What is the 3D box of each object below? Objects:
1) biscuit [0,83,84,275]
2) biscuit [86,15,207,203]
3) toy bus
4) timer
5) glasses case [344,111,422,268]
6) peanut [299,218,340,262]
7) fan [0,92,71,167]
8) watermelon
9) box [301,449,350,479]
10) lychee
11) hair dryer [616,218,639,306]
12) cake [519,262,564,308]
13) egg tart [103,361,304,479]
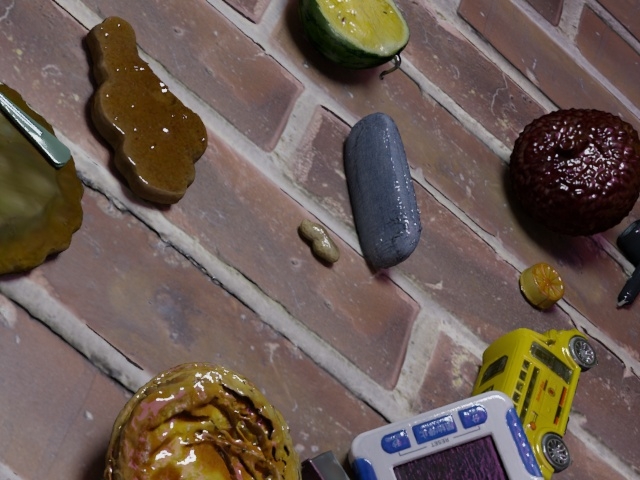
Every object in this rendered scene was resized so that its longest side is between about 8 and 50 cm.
[{"bbox_3d":[-0.455,-0.108,1.705,0.335,0.078,0.329,56,35,3],"label":"biscuit"},{"bbox_3d":[-0.267,-0.196,1.973,0.183,0.047,0.320,-13,70,-50],"label":"biscuit"},{"bbox_3d":[0.322,0.258,2.115,0.152,0.144,0.330,38,43,-11],"label":"toy bus"},{"bbox_3d":[0.179,0.333,1.899,0.253,0.078,0.178,-15,70,-11],"label":"timer"},{"bbox_3d":[0.100,-0.085,2.188,0.067,0.109,0.282,19,48,-39],"label":"glasses case"},{"bbox_3d":[0.000,0.000,2.088,0.083,0.037,0.037,50,39,5],"label":"peanut"},{"bbox_3d":[-0.405,-0.170,1.749,0.193,0.016,0.038,44,35,-16],"label":"fan"},{"bbox_3d":[0.048,-0.379,2.345,0.232,0.127,0.204,47,39,-2],"label":"watermelon"},{"bbox_3d":[0.003,0.336,1.820,0.085,0.060,0.063,56,35,7],"label":"box"},{"bbox_3d":[0.482,-0.126,2.486,0.260,0.260,0.261,25,47,-29],"label":"lychee"},{"bbox_3d":[0.625,0.062,2.624,0.124,0.071,0.219,46,48,-5],"label":"hair dryer"},{"bbox_3d":[0.401,0.082,2.400,0.084,0.044,0.084,24,47,-28],"label":"cake"},{"bbox_3d":[-0.151,0.303,1.657,0.297,0.132,0.297,12,68,-32],"label":"egg tart"}]
